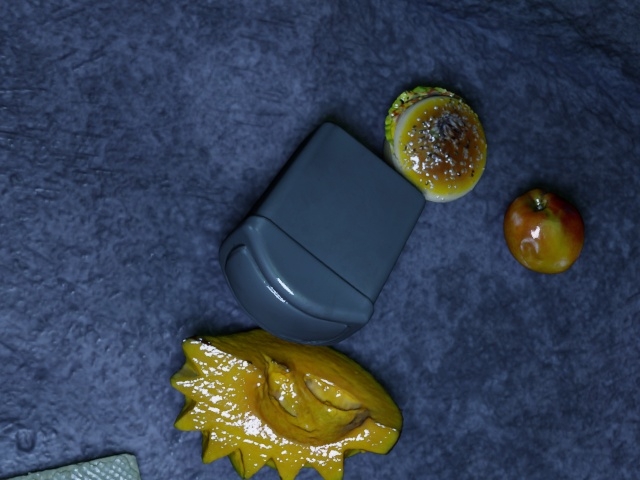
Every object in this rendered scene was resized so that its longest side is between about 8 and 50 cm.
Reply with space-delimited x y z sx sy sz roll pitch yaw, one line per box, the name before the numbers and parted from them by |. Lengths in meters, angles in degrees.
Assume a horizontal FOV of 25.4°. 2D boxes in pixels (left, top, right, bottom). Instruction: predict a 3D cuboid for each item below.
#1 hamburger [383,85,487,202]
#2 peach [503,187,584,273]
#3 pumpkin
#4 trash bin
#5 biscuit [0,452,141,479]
hamburger | 0.137 -0.115 1.692 0.126 0.081 0.141 -8 82 -22
peach | 0.270 -0.008 1.719 0.101 0.101 0.101 5 77 -20
pumpkin | -0.048 0.182 1.562 0.254 0.149 0.130 22 107 -6
trash bin | 0.000 0.000 1.584 0.177 0.101 0.236 37 55 -8
biscuit | -0.275 0.296 1.465 0.199 0.040 0.121 -10 81 -22
